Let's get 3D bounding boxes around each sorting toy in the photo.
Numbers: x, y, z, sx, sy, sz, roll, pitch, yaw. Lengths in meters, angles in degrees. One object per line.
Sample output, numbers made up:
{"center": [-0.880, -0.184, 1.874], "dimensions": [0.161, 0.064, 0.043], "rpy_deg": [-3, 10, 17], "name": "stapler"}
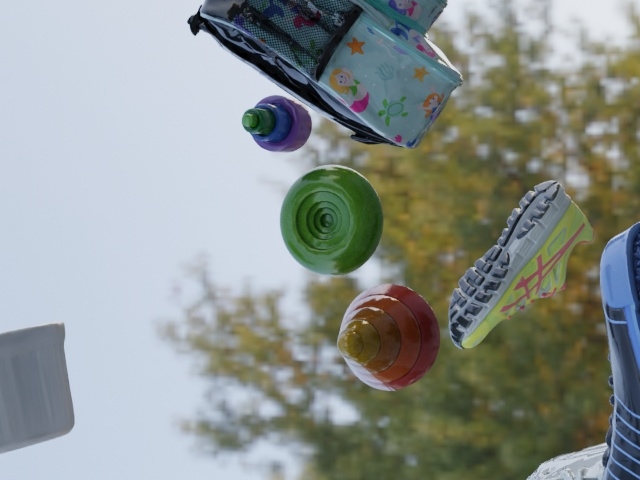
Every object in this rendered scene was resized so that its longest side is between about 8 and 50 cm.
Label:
{"center": [0.000, 0.000, 1.764], "dimensions": [0.365, 0.127, 0.126], "rpy_deg": [64, -157, 10], "name": "sorting toy"}

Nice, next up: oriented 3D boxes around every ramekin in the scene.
{"center": [-0.421, 0.190, 1.872], "dimensions": [0.277, 0.277, 0.135], "rpy_deg": [-10, -95, -63], "name": "ramekin"}

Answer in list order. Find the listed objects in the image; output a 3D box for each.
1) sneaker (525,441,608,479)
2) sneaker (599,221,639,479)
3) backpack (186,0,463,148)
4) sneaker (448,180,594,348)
{"center": [0.246, 0.212, 1.254], "dimensions": [0.152, 0.305, 0.114], "rpy_deg": [-12, -100, -23], "name": "sneaker"}
{"center": [0.194, 0.109, 0.917], "dimensions": [0.081, 0.090, 0.232], "rpy_deg": [-7, -103, -39], "name": "sneaker"}
{"center": [0.026, -0.207, 1.588], "dimensions": [0.191, 0.253, 0.225], "rpy_deg": [-50, 3, 7], "name": "backpack"}
{"center": [0.224, 0.042, 1.744], "dimensions": [0.094, 0.081, 0.208], "rpy_deg": [37, -86, -23], "name": "sneaker"}
